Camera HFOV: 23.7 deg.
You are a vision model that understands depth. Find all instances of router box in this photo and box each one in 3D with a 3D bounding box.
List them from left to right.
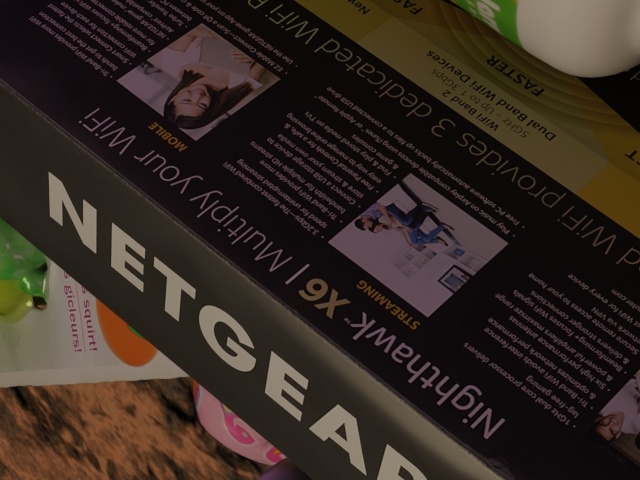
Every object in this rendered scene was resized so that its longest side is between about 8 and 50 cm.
[{"bbox_3d":[0.055,-0.025,0.558,0.309,0.243,0.081,38,145,21],"label":"router box"}]

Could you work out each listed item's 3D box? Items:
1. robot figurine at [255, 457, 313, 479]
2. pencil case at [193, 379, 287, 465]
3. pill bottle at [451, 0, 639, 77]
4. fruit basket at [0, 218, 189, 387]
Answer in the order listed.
[{"bbox_3d":[0.133,0.167,0.662,0.353,0.200,0.300,29,104,10],"label":"robot figurine"},{"bbox_3d":[0.000,0.000,0.769,0.124,0.124,0.284,38,144,20],"label":"pencil case"},{"bbox_3d":[0.077,-0.141,0.514,0.245,0.136,0.136,37,145,20],"label":"pill bottle"},{"bbox_3d":[-0.175,-0.082,0.785,0.353,0.165,0.327,-8,89,54],"label":"fruit basket"}]
